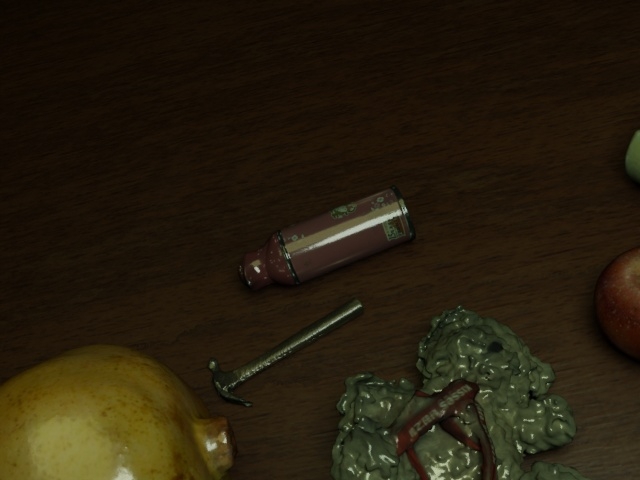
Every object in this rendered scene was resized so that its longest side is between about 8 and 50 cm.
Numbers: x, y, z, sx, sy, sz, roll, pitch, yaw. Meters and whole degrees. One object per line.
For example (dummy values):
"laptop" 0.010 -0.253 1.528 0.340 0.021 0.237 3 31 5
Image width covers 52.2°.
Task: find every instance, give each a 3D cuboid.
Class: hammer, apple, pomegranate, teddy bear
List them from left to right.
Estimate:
"pomegranate" -0.287 0.341 0.873 0.417 0.416 0.416 -7 53 9
"hammer" -0.054 0.186 1.154 0.297 0.027 0.125 -30 53 -9
"teddy bear" 0.203 0.237 0.943 0.357 0.224 0.367 10 55 4
"apple" 0.522 0.105 0.988 0.201 0.162 0.201 -14 43 13

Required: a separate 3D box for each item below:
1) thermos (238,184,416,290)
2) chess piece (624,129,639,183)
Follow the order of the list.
"thermos" -0.001 -0.003 1.224 0.330 0.109 0.136 -21 53 -1
"chess piece" 0.720 -0.072 1.034 0.234 0.234 0.442 -36 51 -13
